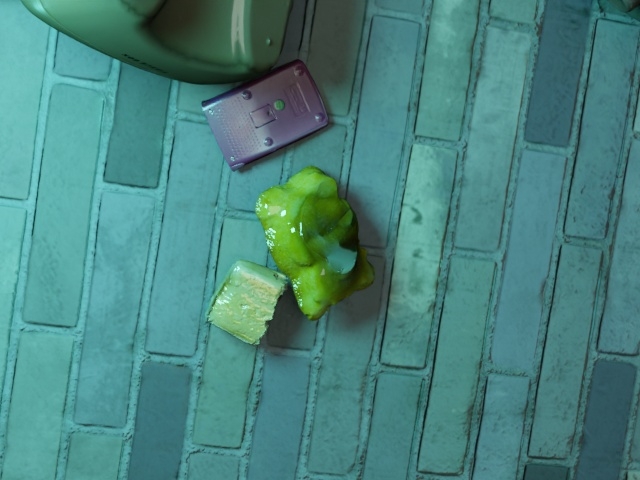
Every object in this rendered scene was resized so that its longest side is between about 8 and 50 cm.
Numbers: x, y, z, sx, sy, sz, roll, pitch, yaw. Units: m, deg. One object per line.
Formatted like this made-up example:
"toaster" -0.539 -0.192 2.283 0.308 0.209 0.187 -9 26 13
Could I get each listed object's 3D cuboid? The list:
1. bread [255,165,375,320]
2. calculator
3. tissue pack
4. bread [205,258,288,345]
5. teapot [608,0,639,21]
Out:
"bread" 0.000 0.000 1.707 0.160 0.088 0.233 -37 101 -38
"calculator" -0.087 -0.208 1.718 0.190 0.034 0.127 -26 98 -9
"tissue pack" -0.240 -0.383 1.506 0.387 0.276 0.267 15 87 -53
"bread" -0.118 0.094 1.717 0.106 0.082 0.125 29 99 -2
"teapot" 0.578 -0.553 1.714 0.362 0.305 0.376 -45 74 2
